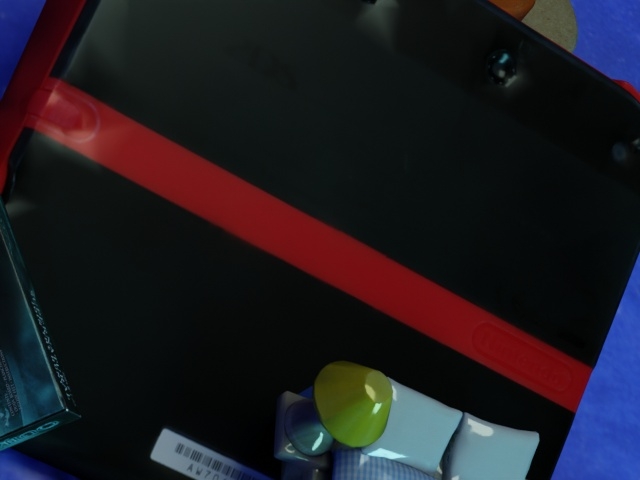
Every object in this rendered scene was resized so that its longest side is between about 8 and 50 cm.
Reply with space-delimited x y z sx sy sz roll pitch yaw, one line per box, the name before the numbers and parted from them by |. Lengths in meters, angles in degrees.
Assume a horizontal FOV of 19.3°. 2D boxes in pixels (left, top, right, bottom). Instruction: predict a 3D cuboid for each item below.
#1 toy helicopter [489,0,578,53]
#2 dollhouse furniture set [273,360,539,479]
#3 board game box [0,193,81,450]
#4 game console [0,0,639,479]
toy helicopter | 0.050 -0.248 1.286 0.235 0.140 0.355 -25 71 -43
dollhouse furniture set | 0.126 0.209 0.900 0.303 0.198 0.286 24 52 -28
board game box | -0.204 0.023 0.901 0.026 0.126 0.186 58 10 -73
game console | 0.000 0.000 1.031 0.387 0.060 0.342 28 80 -25
